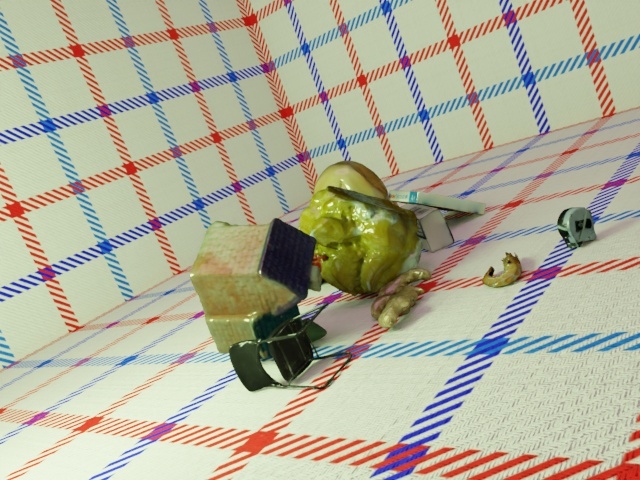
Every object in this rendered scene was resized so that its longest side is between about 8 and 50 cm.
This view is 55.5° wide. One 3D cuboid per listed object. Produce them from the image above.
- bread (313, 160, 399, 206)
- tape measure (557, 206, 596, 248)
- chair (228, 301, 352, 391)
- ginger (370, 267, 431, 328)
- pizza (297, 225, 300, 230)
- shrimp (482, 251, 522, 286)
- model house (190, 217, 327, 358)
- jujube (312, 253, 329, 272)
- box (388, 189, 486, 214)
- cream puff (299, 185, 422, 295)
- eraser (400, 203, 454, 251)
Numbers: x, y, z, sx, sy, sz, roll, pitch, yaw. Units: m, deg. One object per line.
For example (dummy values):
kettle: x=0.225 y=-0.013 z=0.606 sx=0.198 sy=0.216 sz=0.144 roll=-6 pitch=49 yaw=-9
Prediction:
bread: x=0.128 y=-0.145 z=2.386 sx=0.253 sy=0.348 sz=0.376 roll=-40 pitch=5 yaw=14
tape measure: x=0.619 y=-0.033 z=1.474 sx=0.091 sy=0.094 sz=0.054 roll=-24 pitch=9 yaw=-18
chair: x=-0.071 y=0.246 z=1.345 sx=0.221 sy=0.140 sz=0.145 roll=-18 pitch=10 yaw=33
ginger: x=0.182 y=0.155 z=1.509 sx=0.149 sy=0.065 sz=0.258 roll=-30 pitch=10 yaw=34
pizza: x=0.008 y=0.003 z=2.398 sx=0.204 sy=0.080 sz=0.188 roll=12 pitch=9 yaw=-30
shrimp: x=0.441 y=0.075 z=1.474 sx=0.095 sy=0.045 sz=0.162 roll=-39 pitch=7 yaw=26
model house: x=-0.125 y=0.121 z=1.493 sx=0.280 sy=0.312 sz=0.245 roll=-4 pitch=38 yaw=11
jujube: x=-0.030 y=0.054 z=2.056 sx=0.197 sy=0.197 sz=0.290 roll=-28 pitch=12 yaw=-31
box: x=0.414 y=-0.140 z=2.203 sx=0.265 sy=0.048 sz=0.273 roll=9 pitch=4 yaw=-14
cream puff: x=0.110 y=0.011 z=1.756 sx=0.379 sy=0.275 sz=0.378 roll=16 pitch=14 yaw=-4
eraser: x=0.334 y=-0.048 z=2.024 sx=0.086 sy=0.130 sz=0.287 roll=-27 pitch=12 yaw=-6
